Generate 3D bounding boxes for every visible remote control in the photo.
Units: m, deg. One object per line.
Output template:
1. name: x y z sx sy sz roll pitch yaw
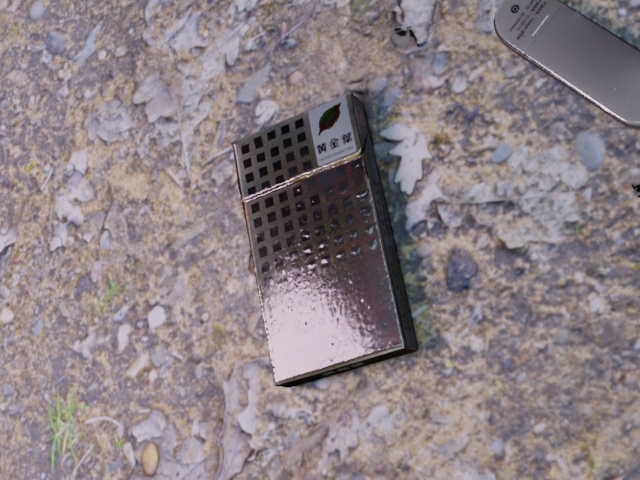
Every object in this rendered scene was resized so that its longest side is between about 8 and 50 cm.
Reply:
1. remote control: 0.294 -0.207 1.183 0.245 0.022 0.077 42 98 30

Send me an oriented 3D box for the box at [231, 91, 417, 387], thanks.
1. box: -0.001 0.000 1.290 0.180 0.047 0.324 -20 71 24

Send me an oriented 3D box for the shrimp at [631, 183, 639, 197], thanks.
1. shrimp: 0.400 -0.089 1.094 0.161 0.034 0.091 -20 58 18
